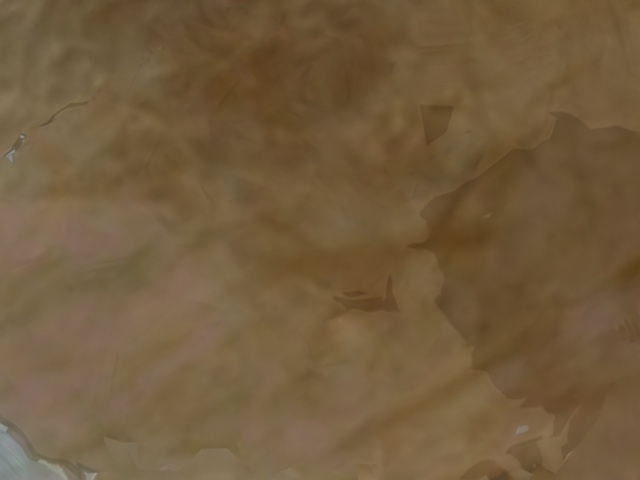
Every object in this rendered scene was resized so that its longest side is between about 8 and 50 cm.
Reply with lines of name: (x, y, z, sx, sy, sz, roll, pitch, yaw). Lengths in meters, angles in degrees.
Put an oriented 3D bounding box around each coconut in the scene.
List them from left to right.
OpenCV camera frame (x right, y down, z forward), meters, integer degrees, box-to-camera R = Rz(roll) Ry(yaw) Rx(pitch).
coconut: (0.000, 0.000, 0.493, 0.404, 0.404, 0.404, 10, -129, -13)
